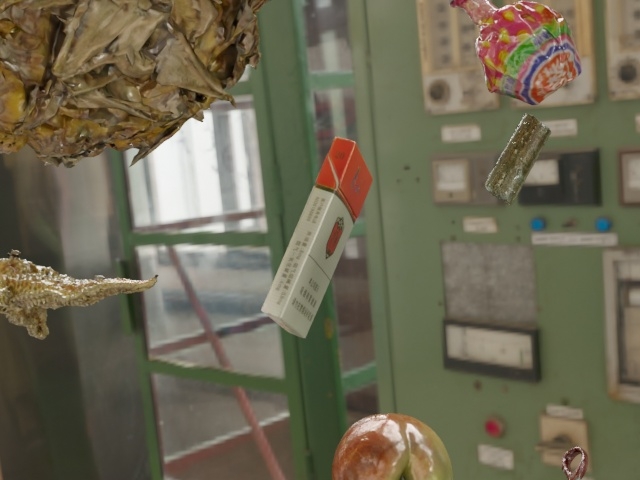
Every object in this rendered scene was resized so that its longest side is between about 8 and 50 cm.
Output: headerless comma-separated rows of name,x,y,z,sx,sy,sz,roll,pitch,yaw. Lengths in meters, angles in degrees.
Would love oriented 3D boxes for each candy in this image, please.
candy,0.193,-0.318,1.198,0.124,0.365,0.124,-24,-31,-15

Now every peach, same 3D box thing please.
peach,0.125,0.413,1.689,0.232,0.233,0.232,-6,7,1

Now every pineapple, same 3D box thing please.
pineapple,-0.202,-0.220,0.692,0.352,0.352,0.300,-11,51,-36

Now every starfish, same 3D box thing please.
starfish,-0.347,0.062,1.125,0.301,0.084,0.293,-5,-12,-10

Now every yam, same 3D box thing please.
yam,0.292,-0.119,1.380,0.054,0.132,0.054,29,-2,1

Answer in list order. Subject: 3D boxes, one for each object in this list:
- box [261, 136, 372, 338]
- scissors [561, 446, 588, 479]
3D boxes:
box,0.000,0.000,1.216,0.035,0.245,0.139,20,-12,18
scissors,0.368,0.388,1.360,0.144,0.017,0.248,-48,4,2
